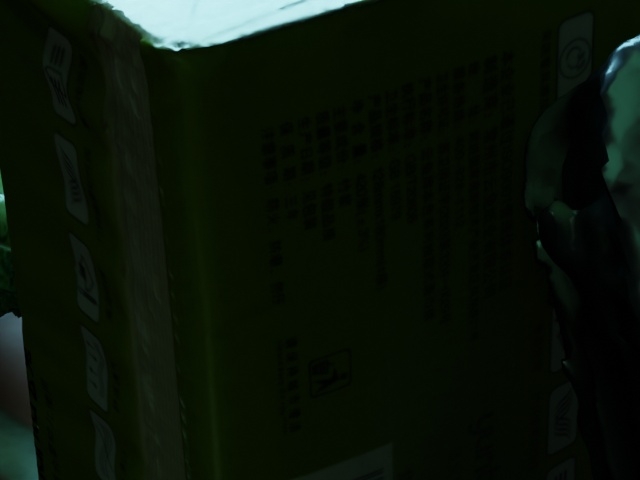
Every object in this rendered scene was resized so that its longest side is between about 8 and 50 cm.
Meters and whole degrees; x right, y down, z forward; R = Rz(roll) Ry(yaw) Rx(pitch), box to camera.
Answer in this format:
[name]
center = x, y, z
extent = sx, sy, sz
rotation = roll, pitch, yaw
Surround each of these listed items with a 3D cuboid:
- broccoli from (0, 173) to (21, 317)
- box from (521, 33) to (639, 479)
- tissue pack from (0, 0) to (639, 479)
[broccoli]
center = -0.239, -0.065, 0.854
extent = 0.308, 0.275, 0.308
rotation = 4, 59, -6
[box]
center = 0.261, 0.075, 0.604
extent = 0.350, 0.091, 0.359
rotation = -11, 77, -13
[tissue pack]
center = 0.000, 0.000, 0.719
extent = 0.200, 0.274, 0.167
rotation = -21, 36, -28
